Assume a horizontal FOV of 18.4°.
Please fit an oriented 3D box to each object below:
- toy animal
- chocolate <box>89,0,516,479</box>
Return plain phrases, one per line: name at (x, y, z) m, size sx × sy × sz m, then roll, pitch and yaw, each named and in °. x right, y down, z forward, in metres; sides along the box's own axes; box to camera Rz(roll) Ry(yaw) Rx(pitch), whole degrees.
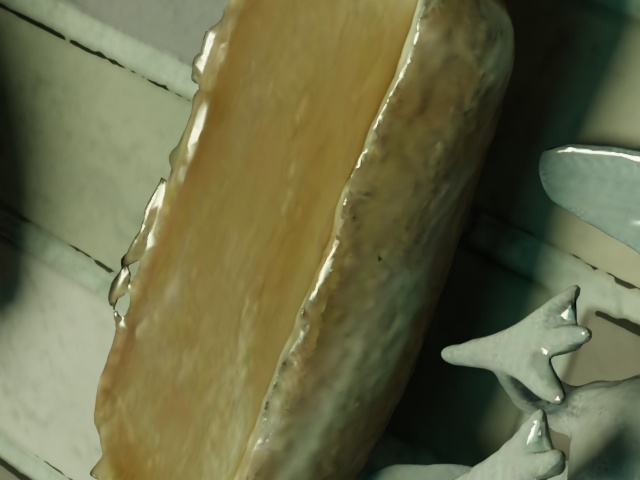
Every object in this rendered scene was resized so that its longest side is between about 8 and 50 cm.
toy animal at (0.118, 0.082, 0.599) m, size 0.255 × 0.176 × 0.239 m, roll -19°, pitch 54°, yaw 58°
chocolate at (0.001, -0.001, 0.700) m, size 0.261 × 0.083 × 0.161 m, roll -69°, pitch 27°, yaw 21°
